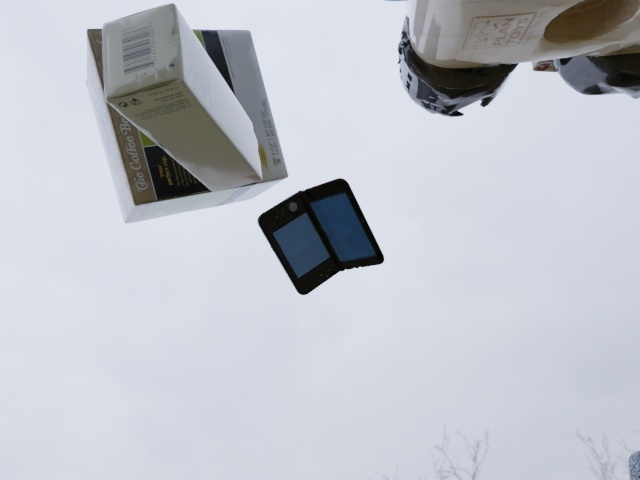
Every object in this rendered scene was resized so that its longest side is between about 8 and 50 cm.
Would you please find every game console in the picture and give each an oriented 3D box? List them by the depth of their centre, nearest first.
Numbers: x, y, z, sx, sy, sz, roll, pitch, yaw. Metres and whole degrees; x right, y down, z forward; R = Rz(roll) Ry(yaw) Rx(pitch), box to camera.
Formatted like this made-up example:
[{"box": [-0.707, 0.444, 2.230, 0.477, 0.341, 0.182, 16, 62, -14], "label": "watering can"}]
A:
[{"box": [0.000, 0.000, 0.616, 0.124, 0.085, 0.144, -33, -72, -17], "label": "game console"}]

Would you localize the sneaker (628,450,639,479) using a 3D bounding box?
[{"box": [0.451, 0.283, 0.514, 0.081, 0.080, 0.211, 3, -29, 19], "label": "sneaker"}]

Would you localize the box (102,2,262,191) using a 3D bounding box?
[{"box": [-0.170, -0.171, 0.585, 0.094, 0.113, 0.275, -12, -18, 7], "label": "box"}]

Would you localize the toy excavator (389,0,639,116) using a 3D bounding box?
[{"box": [0.106, -0.349, 0.327, 0.432, 0.445, 0.222, -2, -8, 7], "label": "toy excavator"}]

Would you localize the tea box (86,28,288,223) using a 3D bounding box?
[{"box": [-0.287, -0.239, 0.908, 0.323, 0.329, 0.220, -14, 0, -30], "label": "tea box"}]

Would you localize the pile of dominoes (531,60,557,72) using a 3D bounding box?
[{"box": [0.386, -0.317, 0.568, 0.196, 0.040, 0.251, 1, -13, -4], "label": "pile of dominoes"}]
